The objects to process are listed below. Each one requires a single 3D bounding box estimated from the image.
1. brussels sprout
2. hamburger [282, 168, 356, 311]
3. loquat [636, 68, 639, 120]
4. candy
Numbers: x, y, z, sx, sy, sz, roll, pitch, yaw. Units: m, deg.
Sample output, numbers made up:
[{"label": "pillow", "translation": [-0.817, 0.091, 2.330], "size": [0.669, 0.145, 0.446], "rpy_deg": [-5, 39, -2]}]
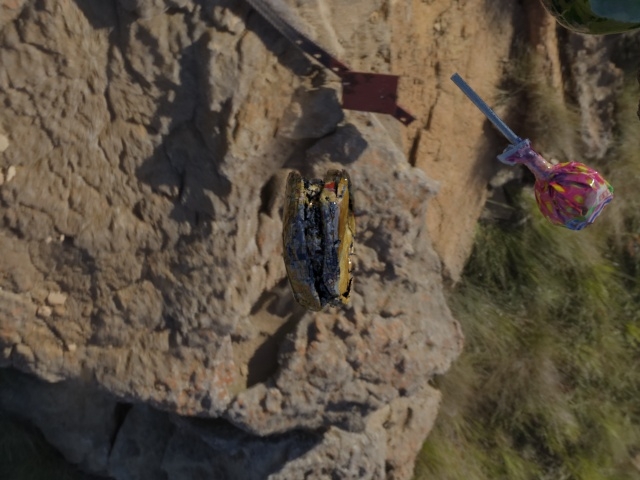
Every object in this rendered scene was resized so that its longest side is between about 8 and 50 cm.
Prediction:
[{"label": "brussels sprout", "translation": [0.457, -0.471, 1.120], "size": [0.210, 0.219, 0.271], "rpy_deg": [-14, 101, 5]}, {"label": "hamburger", "translation": [0.000, 0.000, 1.064], "size": [0.107, 0.231, 0.231], "rpy_deg": [0, 105, 5]}, {"label": "loquat", "translation": [0.726, -0.295, 1.318], "size": [0.244, 0.244, 0.244], "rpy_deg": [-5, 106, -17]}, {"label": "candy", "translation": [0.360, -0.162, 1.208], "size": [0.365, 0.124, 0.124], "rpy_deg": [43, 88, -11]}]
